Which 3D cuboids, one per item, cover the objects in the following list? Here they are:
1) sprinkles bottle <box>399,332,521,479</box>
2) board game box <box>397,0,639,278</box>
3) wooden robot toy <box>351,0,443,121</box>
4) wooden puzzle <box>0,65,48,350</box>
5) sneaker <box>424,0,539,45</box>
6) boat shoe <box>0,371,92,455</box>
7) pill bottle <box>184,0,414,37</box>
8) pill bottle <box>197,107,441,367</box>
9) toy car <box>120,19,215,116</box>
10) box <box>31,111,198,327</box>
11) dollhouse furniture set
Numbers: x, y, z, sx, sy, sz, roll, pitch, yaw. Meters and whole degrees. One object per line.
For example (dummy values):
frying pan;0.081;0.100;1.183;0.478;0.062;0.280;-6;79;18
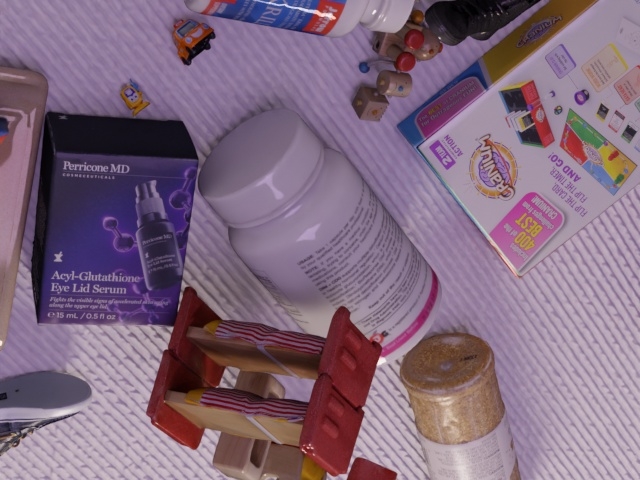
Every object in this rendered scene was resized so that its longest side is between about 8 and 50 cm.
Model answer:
sprinkles bottle;0.196;0.290;1.694;0.121;0.121;0.355;-21;121;-6
board game box;0.283;-0.140;1.526;0.316;0.064;0.242;-38;121;5
wooden robot toy;0.101;-0.204;1.436;0.079;0.076;0.173;5;116;-32
wooden puzzle;-0.460;-0.028;1.344;0.322;0.080;0.348;6;115;-21
sneaker;0.181;-0.253;1.406;0.089;0.051;0.170;-37;169;31
boat shoe;-0.353;0.207;1.519;0.183;0.065;0.083;-7;127;-11
pill bottle;-0.019;-0.272;1.326;0.221;0.124;0.124;7;115;-20
pill bottle;0.000;0.000;1.456;0.160;0.160;0.283;-37;122;4
toy car;-0.164;-0.186;1.370;0.122;0.060;0.040;-41;89;-1
box;-0.223;-0.021;1.406;0.153;0.108;0.207;1;117;-17
dollhouse furniture set;-0.018;0.203;1.495;0.374;0.201;0.152;52;50;-57
